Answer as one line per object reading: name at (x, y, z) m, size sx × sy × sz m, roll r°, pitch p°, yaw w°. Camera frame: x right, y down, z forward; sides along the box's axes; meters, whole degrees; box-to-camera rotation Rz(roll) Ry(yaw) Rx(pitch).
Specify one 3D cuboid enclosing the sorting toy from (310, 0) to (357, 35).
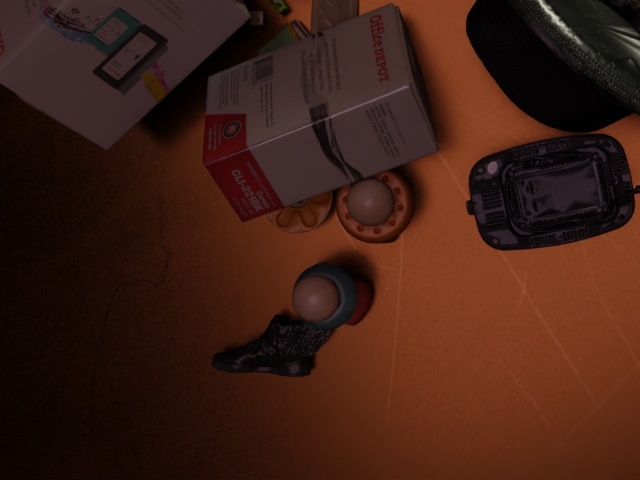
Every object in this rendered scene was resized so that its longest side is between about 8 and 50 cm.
sorting toy at (0.019, -0.314, 1.338) m, size 0.062 × 0.012 × 0.083 m, roll 4°, pitch 88°, yaw -1°

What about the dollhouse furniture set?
dollhouse furniture set at (-0.074, -0.290, 1.341) m, size 0.076 × 0.058 × 0.151 m, roll -39°, pitch 87°, yaw 14°

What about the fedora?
fedora at (0.295, -0.236, 1.186) m, size 0.334 × 0.334 × 0.152 m, roll 49°, pitch 133°, yaw 4°

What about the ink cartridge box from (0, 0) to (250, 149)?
ink cartridge box at (-0.272, -0.300, 1.272) m, size 0.270 × 0.197 × 0.198 m, roll -39°, pitch 47°, yaw 16°

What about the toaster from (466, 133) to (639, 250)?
toaster at (0.298, -0.066, 1.238) m, size 0.227 × 0.146 × 0.129 m, roll -12°, pitch 94°, yaw 14°

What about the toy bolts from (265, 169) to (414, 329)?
toy bolts at (0.000, 0.000, 1.294) m, size 0.218 × 0.158 × 0.228 m, roll 15°, pitch 93°, yaw 12°

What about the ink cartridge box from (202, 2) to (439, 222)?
ink cartridge box at (-0.002, -0.164, 1.259) m, size 0.273 × 0.197 × 0.114 m, roll -20°, pitch 130°, yaw 14°

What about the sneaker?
sneaker at (-0.067, 0.143, 1.394) m, size 0.170 × 0.051 × 0.089 m, roll 4°, pitch 97°, yaw 7°
